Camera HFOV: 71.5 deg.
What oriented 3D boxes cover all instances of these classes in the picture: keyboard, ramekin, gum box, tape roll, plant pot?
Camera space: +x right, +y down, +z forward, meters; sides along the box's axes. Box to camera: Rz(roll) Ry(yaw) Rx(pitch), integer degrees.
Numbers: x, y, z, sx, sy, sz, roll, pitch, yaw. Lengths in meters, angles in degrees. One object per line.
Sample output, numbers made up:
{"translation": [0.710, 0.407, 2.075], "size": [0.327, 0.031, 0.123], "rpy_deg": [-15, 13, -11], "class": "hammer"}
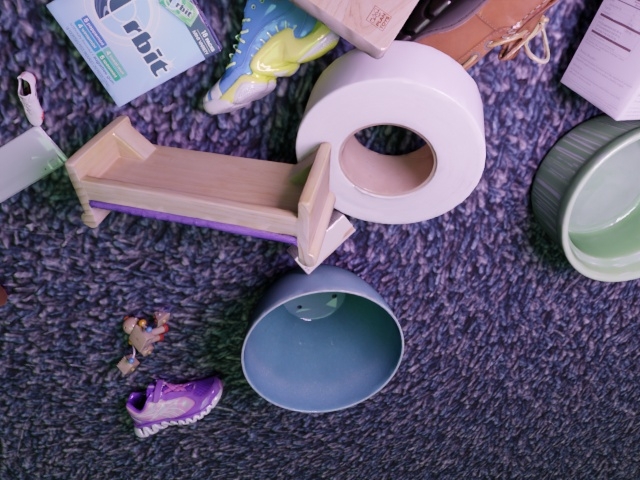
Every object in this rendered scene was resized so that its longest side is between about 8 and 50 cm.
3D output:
{"translation": [-0.554, -0.104, 0.755], "size": [0.255, 0.014, 0.072], "rpy_deg": [-27, 114, 8], "class": "keyboard"}
{"translation": [0.556, -0.088, 0.828], "size": [0.302, 0.148, 0.304], "rpy_deg": [-3, 120, -5], "class": "ramekin"}
{"translation": [-0.266, -0.312, 0.654], "size": [0.184, 0.041, 0.157], "rpy_deg": [-25, 119, 8], "class": "gum box"}
{"translation": [0.106, -0.152, 0.694], "size": [0.285, 0.100, 0.286], "rpy_deg": [8, 144, 6], "class": "tape roll"}
{"translation": [-0.004, 0.159, 0.868], "size": [0.289, 0.195, 0.291], "rpy_deg": [-3, 120, -5], "class": "plant pot"}

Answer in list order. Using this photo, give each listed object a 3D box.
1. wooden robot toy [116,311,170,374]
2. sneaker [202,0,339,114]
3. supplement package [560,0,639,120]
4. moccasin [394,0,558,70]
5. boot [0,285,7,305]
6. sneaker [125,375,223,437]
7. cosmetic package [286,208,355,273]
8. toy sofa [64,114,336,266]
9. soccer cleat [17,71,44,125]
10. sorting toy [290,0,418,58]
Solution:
{"translation": [-0.378, 0.192, 0.929], "size": [0.079, 0.076, 0.173], "rpy_deg": [40, 112, 12], "class": "wooden robot toy"}
{"translation": [-0.096, -0.295, 0.675], "size": [0.240, 0.091, 0.126], "rpy_deg": [-28, 101, 9], "class": "sneaker"}
{"translation": [0.504, -0.319, 0.651], "size": [0.138, 0.134, 0.244], "rpy_deg": [-8, 136, -19], "class": "supplement package"}
{"translation": [0.247, -0.313, 0.626], "size": [0.379, 0.139, 0.147], "rpy_deg": [-32, 128, 29], "class": "moccasin"}
{"translation": [-0.698, 0.073, 0.803], "size": [0.152, 0.073, 0.197], "rpy_deg": [-18, 118, 8], "class": "boot"}
{"translation": [-0.337, 0.357, 1.003], "size": [0.236, 0.095, 0.105], "rpy_deg": [-22, 112, 7], "class": "sneaker"}
{"translation": [0.000, 0.000, 0.784], "size": [0.115, 0.060, 0.041], "rpy_deg": [-42, 115, -3], "class": "cosmetic package"}
{"translation": [-0.166, -0.060, 0.679], "size": [0.361, 0.150, 0.177], "rpy_deg": [10, 134, 7], "class": "toy sofa"}
{"translation": [-0.451, -0.217, 0.687], "size": [0.029, 0.036, 0.084], "rpy_deg": [5, 119, -10], "class": "soccer cleat"}
{"translation": [0.027, -0.388, 0.567], "size": [0.255, 0.089, 0.257], "rpy_deg": [32, 81, -5], "class": "sorting toy"}
